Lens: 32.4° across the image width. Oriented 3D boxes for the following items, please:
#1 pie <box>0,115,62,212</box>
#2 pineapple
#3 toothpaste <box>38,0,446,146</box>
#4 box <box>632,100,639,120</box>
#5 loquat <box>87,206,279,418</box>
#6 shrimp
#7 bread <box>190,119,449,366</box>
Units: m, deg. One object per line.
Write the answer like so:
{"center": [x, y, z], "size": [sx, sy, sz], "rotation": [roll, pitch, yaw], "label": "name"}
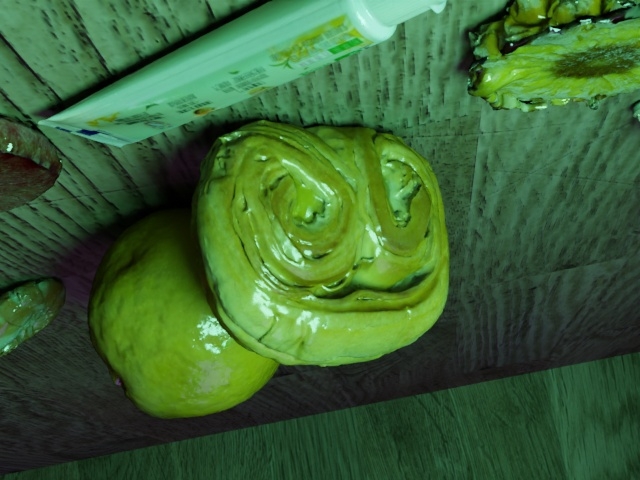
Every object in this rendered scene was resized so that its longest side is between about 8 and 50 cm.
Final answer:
{"center": [-0.266, -0.053, 0.816], "size": [0.154, 0.036, 0.154], "rotation": [-10, 165, -3], "label": "pie"}
{"center": [0.204, -0.144, 0.806], "size": [0.221, 0.047, 0.221], "rotation": [-7, 167, -2], "label": "pineapple"}
{"center": [-0.054, -0.114, 0.719], "size": [0.314, 0.058, 0.056], "rotation": [-17, -152, 35], "label": "toothpaste"}
{"center": [0.354, -0.109, 0.985], "size": [0.122, 0.062, 0.089], "rotation": [-24, 160, 38], "label": "box"}
{"center": [-0.119, 0.067, 1.048], "size": [0.208, 0.208, 0.208], "rotation": [-10, 165, -3], "label": "loquat"}
{"center": [-0.354, 0.108, 1.211], "size": [0.184, 0.043, 0.091], "rotation": [-38, 155, -3], "label": "shrimp"}
{"center": [0.001, 0.003, 0.893], "size": [0.236, 0.198, 0.120], "rotation": [0, 167, -37], "label": "bread"}
